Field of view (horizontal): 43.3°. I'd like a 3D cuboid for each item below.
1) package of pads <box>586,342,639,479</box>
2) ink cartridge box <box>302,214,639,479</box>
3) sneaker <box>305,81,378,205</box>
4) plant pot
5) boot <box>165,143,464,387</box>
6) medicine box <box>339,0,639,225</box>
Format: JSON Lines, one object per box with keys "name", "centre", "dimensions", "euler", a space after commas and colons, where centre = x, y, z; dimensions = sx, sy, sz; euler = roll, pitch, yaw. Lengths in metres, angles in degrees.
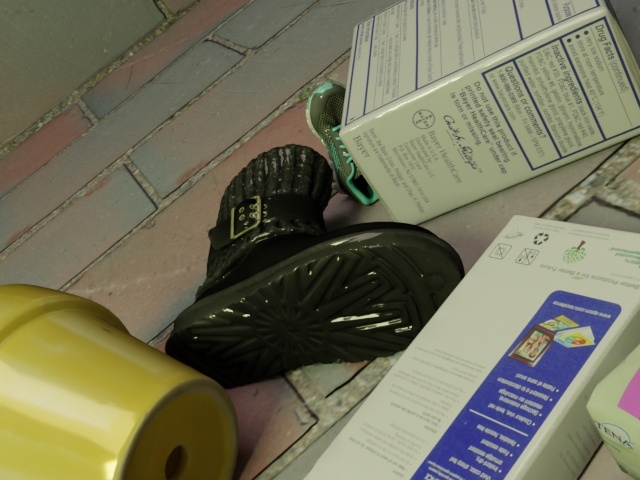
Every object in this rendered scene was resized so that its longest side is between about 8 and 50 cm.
{"name": "package of pads", "centre": [0.337, 0.064, 0.444], "dimensions": [0.296, 0.101, 0.229], "euler": [-43, 30, -9]}
{"name": "ink cartridge box", "centre": [0.129, 0.121, 0.615], "dimensions": [0.332, 0.065, 0.165], "euler": [-46, 32, -19]}
{"name": "sneaker", "centre": [0.036, -0.108, 0.939], "dimensions": [0.065, 0.166, 0.076], "euler": [-32, 43, -9]}
{"name": "plant pot", "centre": [-0.215, 0.180, 0.734], "dimensions": [0.239, 0.254, 0.254], "euler": [7, 50, 29]}
{"name": "boot", "centre": [-0.003, -0.003, 0.852], "dimensions": [0.348, 0.131, 0.260], "euler": [-17, 36, 31]}
{"name": "medicine box", "centre": [0.184, -0.189, 0.899], "dimensions": [0.289, 0.149, 0.263], "euler": [-22, 33, 23]}
